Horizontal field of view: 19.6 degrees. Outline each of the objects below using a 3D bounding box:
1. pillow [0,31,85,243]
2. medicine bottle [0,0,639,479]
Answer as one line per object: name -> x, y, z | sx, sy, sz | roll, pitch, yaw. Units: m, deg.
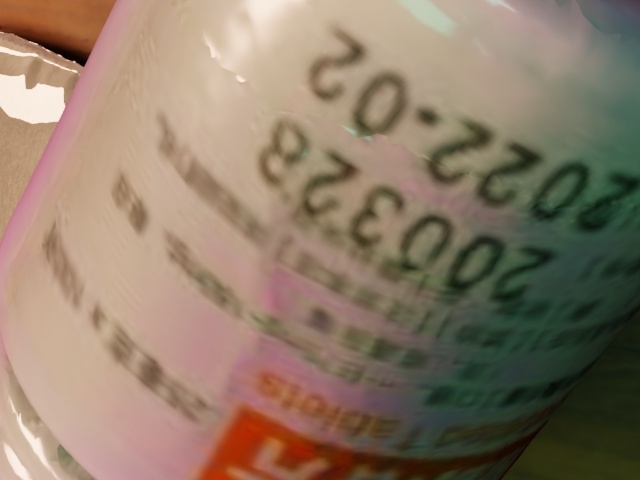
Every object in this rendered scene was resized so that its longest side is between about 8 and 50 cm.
pillow -> -0.152, 0.006, 0.900 | 0.130, 0.038, 0.233 | 29, 124, 18
medicine bottle -> 0.000, 0.000, 0.698 | 0.219, 0.219, 0.388 | 38, 126, 8
